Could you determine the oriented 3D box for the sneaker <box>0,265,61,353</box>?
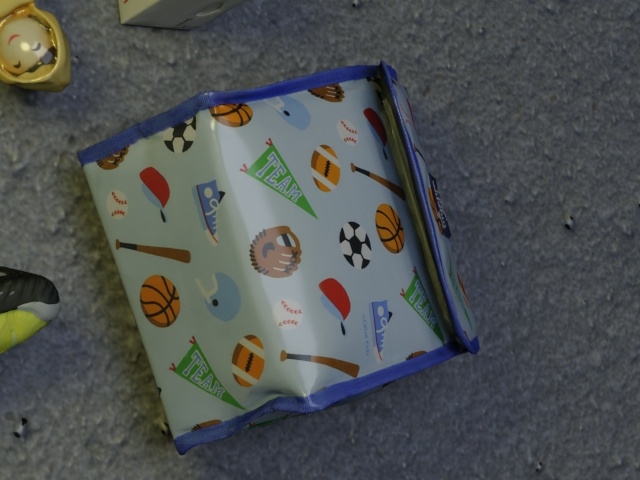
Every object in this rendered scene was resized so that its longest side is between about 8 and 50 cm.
[{"bbox_3d":[-0.404,0.125,1.778,0.384,0.145,0.147,-21,108,-30],"label":"sneaker"}]

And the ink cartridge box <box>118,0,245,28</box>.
[{"bbox_3d":[-0.143,-0.340,2.025,0.092,0.160,0.219,-2,79,-33],"label":"ink cartridge box"}]

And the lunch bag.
[{"bbox_3d":[0.000,0.000,2.006,0.385,0.239,0.328,-13,86,-51],"label":"lunch bag"}]

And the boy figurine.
[{"bbox_3d":[-0.343,-0.251,1.903,0.177,0.092,0.285,-35,95,-5],"label":"boy figurine"}]
